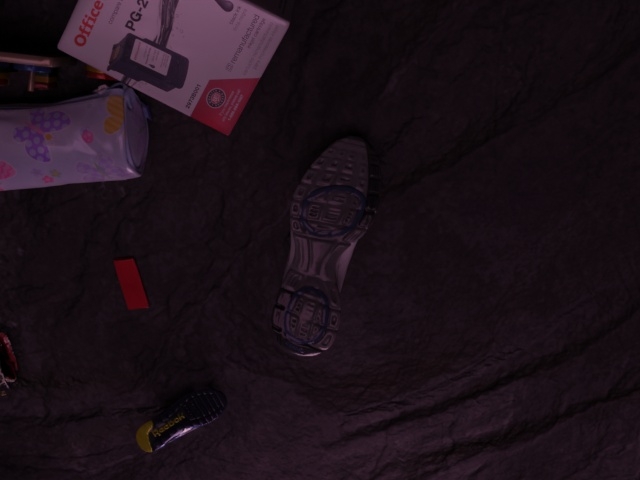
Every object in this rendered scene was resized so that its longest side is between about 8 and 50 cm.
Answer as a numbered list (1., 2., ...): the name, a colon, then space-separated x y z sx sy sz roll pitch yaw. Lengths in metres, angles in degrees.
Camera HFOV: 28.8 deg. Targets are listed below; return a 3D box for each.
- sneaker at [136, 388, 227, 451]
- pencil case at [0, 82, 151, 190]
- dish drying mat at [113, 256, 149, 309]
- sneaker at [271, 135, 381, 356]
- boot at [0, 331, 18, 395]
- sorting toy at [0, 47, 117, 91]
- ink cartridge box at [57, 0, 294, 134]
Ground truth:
1. sneaker: -0.204 0.262 1.845 0.144 0.059 0.053 -27 83 1
2. pencil case: -0.358 -0.128 1.596 0.273 0.113 0.124 -6 133 8
3. dish drying mat: -0.267 0.061 1.758 0.032 0.008 0.083 -8 119 9
4. sneaker: 0.000 0.000 1.652 0.111 0.129 0.297 18 100 -4
5. boot: -0.533 0.232 1.830 0.179 0.085 0.236 -4 120 3
6. sorting toy: -0.391 -0.213 1.537 0.275 0.132 0.046 7 99 0
7. ink cartridge box: -0.176 -0.265 1.516 0.237 0.100 0.172 26 117 -11
